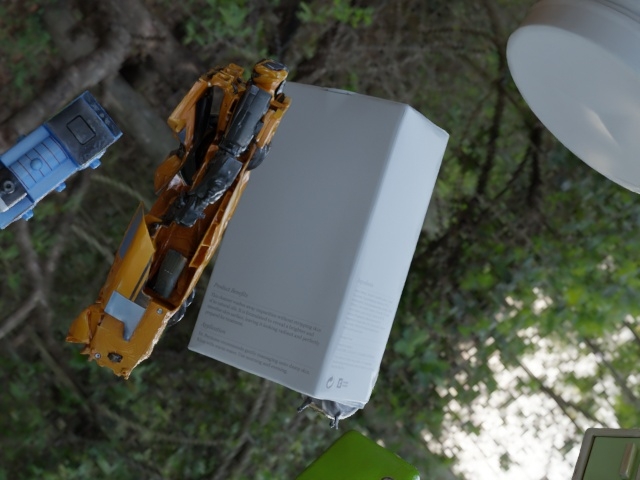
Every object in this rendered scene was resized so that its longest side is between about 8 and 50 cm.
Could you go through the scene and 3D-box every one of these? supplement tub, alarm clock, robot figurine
[{"bbox_3d":[0.343,-0.221,0.910,0.331,0.241,0.241,-47,180,-10],"label":"supplement tub"},{"bbox_3d":[0.041,0.175,1.536,0.129,0.064,0.192,36,75,-55],"label":"alarm clock"},{"bbox_3d":[-0.116,-0.033,0.928,0.291,0.085,0.211,-62,-175,14],"label":"robot figurine"}]

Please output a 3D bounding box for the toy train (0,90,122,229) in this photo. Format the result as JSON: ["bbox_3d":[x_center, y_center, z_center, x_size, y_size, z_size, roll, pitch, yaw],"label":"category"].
[{"bbox_3d":[-0.308,-0.089,1.188,0.184,0.080,0.105,-40,-172,-17],"label":"toy train"}]

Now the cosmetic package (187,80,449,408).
[{"bbox_3d":[0.000,0.000,1.404,0.156,0.217,0.385,25,84,-59],"label":"cosmetic package"}]

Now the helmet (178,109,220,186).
[{"bbox_3d":[-0.122,-0.119,1.566,0.161,0.169,0.169,-13,-162,40],"label":"helmet"}]

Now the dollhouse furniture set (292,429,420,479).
[{"bbox_3d":[0.030,0.295,0.727,0.197,0.151,0.301,-40,147,-17],"label":"dollhouse furniture set"}]

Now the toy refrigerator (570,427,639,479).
[{"bbox_3d":[0.375,0.376,1.394,0.102,0.094,0.269,-5,-139,38],"label":"toy refrigerator"}]
